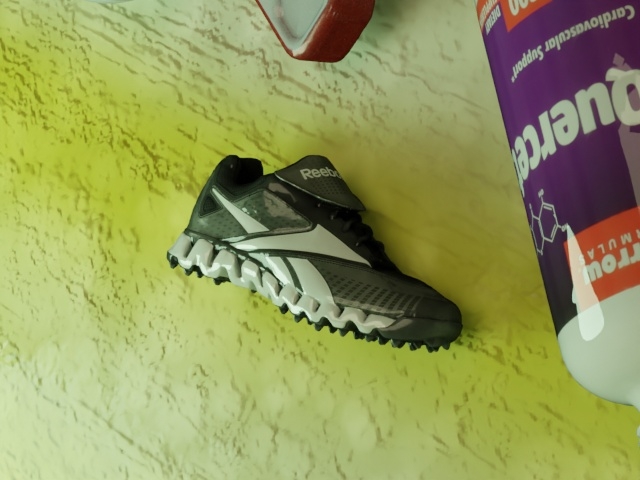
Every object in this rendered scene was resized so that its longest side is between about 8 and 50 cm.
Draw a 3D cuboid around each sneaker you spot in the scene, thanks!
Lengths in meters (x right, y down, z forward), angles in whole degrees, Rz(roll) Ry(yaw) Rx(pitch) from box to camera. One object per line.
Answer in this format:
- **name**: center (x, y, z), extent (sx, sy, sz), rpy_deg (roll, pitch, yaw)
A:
- **sneaker**: center (0.000, 0.000, 1.198), extent (0.234, 0.078, 0.106), rpy_deg (20, 95, 38)

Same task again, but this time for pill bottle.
- **pill bottle**: center (0.201, -0.034, 1.004), extent (0.181, 0.181, 0.323), rpy_deg (-23, 68, 29)

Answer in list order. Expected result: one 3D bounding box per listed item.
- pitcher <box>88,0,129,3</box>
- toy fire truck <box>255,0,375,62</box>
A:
- **pitcher**: center (-0.187, -0.282, 1.338), extent (0.207, 0.125, 0.178), rpy_deg (44, 144, 37)
- **toy fire truck**: center (-0.017, -0.304, 1.235), extent (0.254, 0.169, 0.302), rpy_deg (-55, 53, 35)
